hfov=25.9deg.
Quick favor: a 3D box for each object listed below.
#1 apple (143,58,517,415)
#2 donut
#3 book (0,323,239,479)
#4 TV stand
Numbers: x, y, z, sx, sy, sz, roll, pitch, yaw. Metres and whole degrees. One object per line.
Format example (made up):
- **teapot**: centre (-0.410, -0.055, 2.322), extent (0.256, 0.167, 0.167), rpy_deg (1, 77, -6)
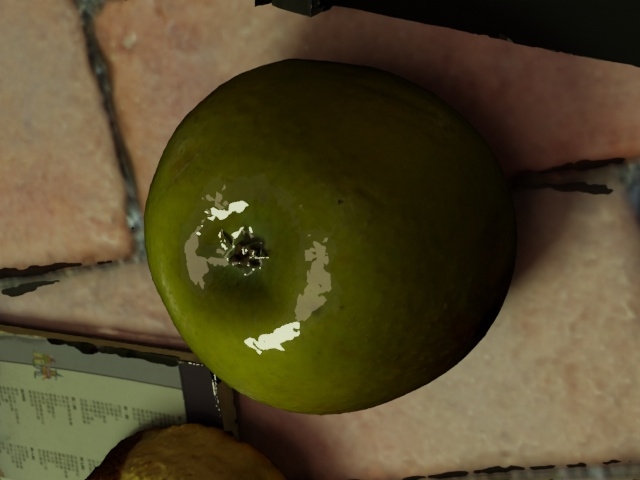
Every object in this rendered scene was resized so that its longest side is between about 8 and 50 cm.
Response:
- **apple**: centre (0.000, 0.000, 0.731), extent (0.196, 0.157, 0.196), rpy_deg (5, 100, 30)
- **donut**: centre (-0.092, 0.202, 0.878), extent (0.184, 0.073, 0.166), rpy_deg (-6, 103, 32)
- **book**: centre (-0.151, 0.139, 0.949), extent (0.231, 0.026, 0.157), rpy_deg (6, 112, 30)
- **TV stand**: centre (0.085, -0.122, 0.705), extent (0.256, 0.040, 0.049), rpy_deg (16, 114, 26)
